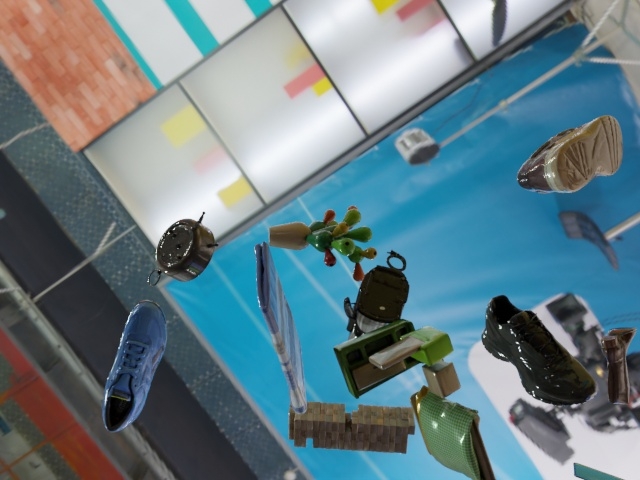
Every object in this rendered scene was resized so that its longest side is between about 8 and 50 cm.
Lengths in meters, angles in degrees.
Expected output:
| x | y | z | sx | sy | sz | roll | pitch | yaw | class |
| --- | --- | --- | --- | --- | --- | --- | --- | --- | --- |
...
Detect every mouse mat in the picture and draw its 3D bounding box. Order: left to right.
| x | y | z | sx | sy | sz | roll | pitch | yaw | class |
| --- | --- | --- | --- | --- | --- | --- | --- | --- | --- |
| 0.624 | 0.520 | 1.402 | 0.152 | 0.007 | 0.189 | 15 | 175 | 23 | mouse mat |

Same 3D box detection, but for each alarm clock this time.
| x | y | z | sx | sy | sz | roll | pitch | yaw | class |
| --- | --- | --- | --- | --- | --- | --- | --- | --- | --- |
| -0.302 | 0.031 | 1.375 | 0.064 | 0.192 | 0.129 | 30 | -158 | -47 | alarm clock |

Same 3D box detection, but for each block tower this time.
| x | y | z | sx | sy | sz | roll | pitch | yaw | class |
| --- | --- | --- | --- | --- | --- | --- | --- | --- | --- |
| 0.082 | 0.501 | 1.748 | 0.091 | 0.335 | 0.097 | -84 | -5 | -69 | block tower |

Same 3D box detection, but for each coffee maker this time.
| x | y | z | sx | sy | sz | roll | pitch | yaw | class |
| --- | --- | --- | --- | --- | --- | --- | --- | --- | --- |
| 0.131 | 0.146 | 1.411 | 0.120 | 0.171 | 0.178 | 37 | 149 | 16 | coffee maker |

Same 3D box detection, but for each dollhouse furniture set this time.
| x | y | z | sx | sy | sz | roll | pitch | yaw | class |
| --- | --- | --- | --- | --- | --- | --- | --- | --- | --- |
| 0.168 | 0.312 | 1.147 | 0.302 | 0.151 | 0.197 | 70 | 164 | -9 | dollhouse furniture set |

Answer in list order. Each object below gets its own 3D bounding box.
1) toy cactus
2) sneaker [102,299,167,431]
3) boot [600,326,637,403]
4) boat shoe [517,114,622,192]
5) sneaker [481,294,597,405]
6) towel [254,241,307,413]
| x | y | z | sx | sy | sz | roll | pitch | yaw | class |
| --- | --- | --- | --- | --- | --- | --- | --- | --- | --- |
| 0.000 | 0.000 | 1.139 | 0.219 | 0.180 | 0.112 | -103 | 14 | -68 | toy cactus |
| -0.292 | 0.200 | 1.020 | 0.069 | 0.210 | 0.082 | 17 | -175 | -5 | sneaker |
| 0.501 | 0.207 | 1.079 | 0.106 | 0.037 | 0.114 | -14 | -86 | -37 | boot |
| 0.418 | -0.140 | 1.076 | 0.285 | 0.092 | 0.103 | -27 | -72 | -43 | boat shoe |
| 0.416 | 0.211 | 1.277 | 0.286 | 0.109 | 0.130 | 39 | 148 | 50 | sneaker |
| -0.077 | 0.168 | 1.235 | 0.209 | 0.034 | 0.285 | -100 | -4 | -54 | towel |
